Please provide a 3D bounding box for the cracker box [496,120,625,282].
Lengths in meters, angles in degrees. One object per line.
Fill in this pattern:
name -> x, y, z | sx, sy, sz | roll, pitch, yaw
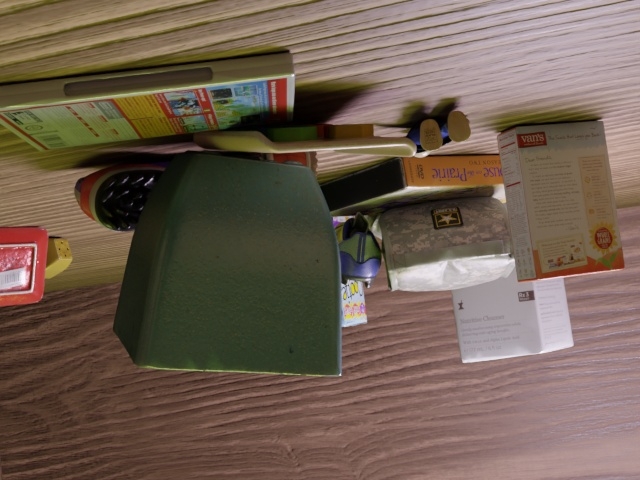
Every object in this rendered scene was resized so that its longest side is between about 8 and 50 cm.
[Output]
cracker box -> 0.365, -0.060, 1.435 | 0.155, 0.232, 0.067 | -6, 176, -18

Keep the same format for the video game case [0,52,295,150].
video game case -> -0.169, -0.135, 0.952 | 0.285, 0.025, 0.204 | -7, 175, -3

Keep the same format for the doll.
doll -> 0.144, -0.139, 1.270 | 0.129, 0.046, 0.189 | -16, -178, -2

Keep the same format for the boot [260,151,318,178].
boot -> -0.052, -0.056, 1.335 | 0.084, 0.158, 0.059 | 3, 173, -27

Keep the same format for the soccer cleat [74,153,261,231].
soccer cleat -> -0.192, -0.074, 1.346 | 0.318, 0.109, 0.116 | -7, -163, -35

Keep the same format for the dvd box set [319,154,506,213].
dvd box set -> 0.232, -0.103, 1.777 | 0.420, 0.062, 0.307 | -4, 174, -32

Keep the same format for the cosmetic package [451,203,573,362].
cosmetic package -> 0.407, 0.061, 2.083 | 0.217, 0.385, 0.156 | -14, 173, 40

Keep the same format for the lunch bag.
lunch bag -> 0.231, 0.011, 1.748 | 0.235, 0.169, 0.287 | -7, 179, 2

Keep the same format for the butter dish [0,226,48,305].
butter dish -> -0.633, 0.040, 1.851 | 0.160, 0.160, 0.118 | -3, -163, -42

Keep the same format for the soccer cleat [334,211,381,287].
soccer cleat -> 0.072, -0.003, 1.795 | 0.093, 0.121, 0.289 | 6, -165, -4

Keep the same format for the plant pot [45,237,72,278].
plant pot -> -0.594, 0.033, 2.065 | 0.083, 0.082, 0.081 | -20, 171, 20

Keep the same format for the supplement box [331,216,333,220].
supplement box -> 0.000, 0.000, 1.781 | 0.043, 0.083, 0.055 | 0, 173, -7

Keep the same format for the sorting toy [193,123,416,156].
sorting toy -> -0.021, -0.121, 1.111 | 0.208, 0.038, 0.193 | -1, -174, -30

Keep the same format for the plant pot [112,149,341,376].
plant pot -> -0.112, 0.018, 1.186 | 0.247, 0.252, 0.247 | 6, -177, -19

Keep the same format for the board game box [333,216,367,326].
board game box -> 0.008, 0.074, 2.272 | 0.144, 0.276, 0.142 | -9, 175, 24

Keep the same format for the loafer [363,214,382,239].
loafer -> 0.146, -0.058, 2.060 | 0.111, 0.112, 0.319 | 29, -176, 7
